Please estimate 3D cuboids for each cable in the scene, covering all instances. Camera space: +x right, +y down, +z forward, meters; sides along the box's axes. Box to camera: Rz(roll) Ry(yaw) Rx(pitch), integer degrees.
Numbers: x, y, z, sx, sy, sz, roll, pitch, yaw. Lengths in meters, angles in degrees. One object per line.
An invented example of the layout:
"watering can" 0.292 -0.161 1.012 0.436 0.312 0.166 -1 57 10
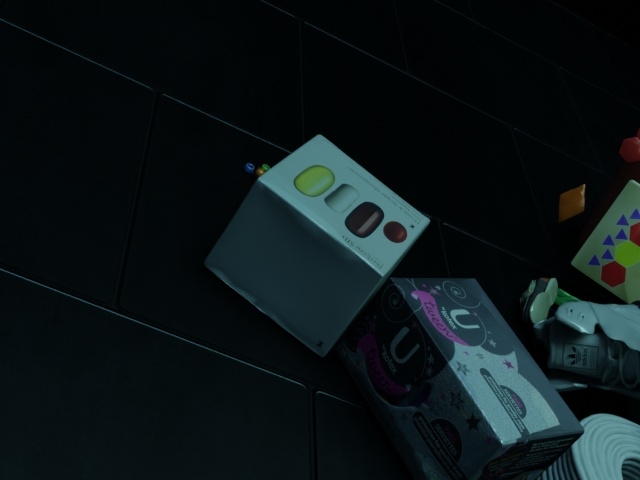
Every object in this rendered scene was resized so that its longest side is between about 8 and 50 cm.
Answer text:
"cable" 0.397 0.335 1.319 0.257 0.089 0.257 6 41 -39

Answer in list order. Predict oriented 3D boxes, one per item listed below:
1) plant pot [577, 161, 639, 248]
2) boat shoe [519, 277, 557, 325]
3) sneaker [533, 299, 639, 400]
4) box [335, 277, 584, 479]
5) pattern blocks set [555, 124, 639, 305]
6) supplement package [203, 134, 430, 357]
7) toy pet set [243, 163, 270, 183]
"plant pot" 0.603 -0.031 1.852 0.275 0.243 0.275 31 24 -15
"boat shoe" 0.333 0.094 1.638 0.043 0.049 0.137 0 22 27
"sneaker" 0.431 0.182 1.444 0.210 0.137 0.366 1 18 -7
"box" 0.161 0.176 1.262 0.163 0.142 0.247 3 43 -42
"pattern blocks set" 0.509 0.004 1.691 0.285 0.325 0.026 43 4 7
"supplement package" 0.000 0.000 1.342 0.194 0.149 0.203 37 30 4
"toy pet set" -0.026 -0.090 1.523 0.122 0.065 0.114 -2 46 -44
